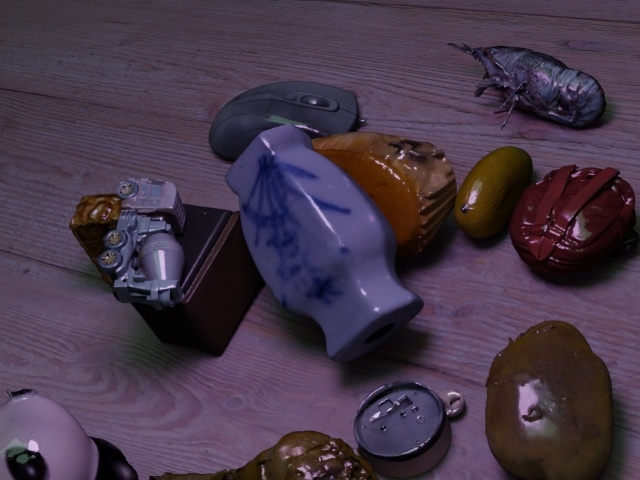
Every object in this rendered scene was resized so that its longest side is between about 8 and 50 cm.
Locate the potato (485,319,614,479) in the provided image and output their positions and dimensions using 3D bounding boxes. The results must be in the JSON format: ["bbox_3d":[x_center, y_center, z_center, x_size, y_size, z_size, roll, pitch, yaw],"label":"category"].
[{"bbox_3d":[0.347,0.240,1.554,0.192,0.141,0.296,-4,43,15],"label":"potato"}]

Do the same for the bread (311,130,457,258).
[{"bbox_3d":[0.065,-0.079,1.933,0.389,0.236,0.183,0,27,38],"label":"bread"}]

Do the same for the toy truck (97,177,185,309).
[{"bbox_3d":[-0.301,0.008,1.805,0.140,0.108,0.256,-1,52,8],"label":"toy truck"}]

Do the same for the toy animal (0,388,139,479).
[{"bbox_3d":[-0.426,0.380,1.597,0.251,0.310,0.251,-12,45,12],"label":"toy animal"}]

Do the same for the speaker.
[{"bbox_3d":[-0.228,0.070,1.920,0.153,0.192,0.231,9,55,29],"label":"speaker"}]

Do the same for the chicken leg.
[{"bbox_3d":[-0.095,0.400,1.572,0.429,0.201,0.153,-8,16,22],"label":"chicken leg"}]

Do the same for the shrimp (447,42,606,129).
[{"bbox_3d":[0.401,-0.317,2.081,0.372,0.137,0.172,19,40,34],"label":"shrimp"}]

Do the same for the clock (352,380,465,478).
[{"bbox_3d":[0.130,0.300,1.635,0.229,0.063,0.155,-28,44,-9],"label":"clock"}]

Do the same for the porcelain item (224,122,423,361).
[{"bbox_3d":[0.000,0.000,1.789,0.242,0.178,0.405,-46,65,33],"label":"porcelain item"}]

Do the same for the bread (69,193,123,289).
[{"bbox_3d":[-0.379,0.000,2.022,0.181,0.222,0.096,-8,43,20],"label":"bread"}]

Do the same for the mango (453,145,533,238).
[{"bbox_3d":[0.326,-0.101,1.900,0.091,0.137,0.237,16,55,30],"label":"mango"}]

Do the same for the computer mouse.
[{"bbox_3d":[-0.083,-0.275,2.260,0.371,0.122,0.188,-2,47,15],"label":"computer mouse"}]

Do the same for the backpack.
[{"bbox_3d":[0.437,-0.033,1.787,0.229,0.139,0.229,-12,43,11],"label":"backpack"}]
